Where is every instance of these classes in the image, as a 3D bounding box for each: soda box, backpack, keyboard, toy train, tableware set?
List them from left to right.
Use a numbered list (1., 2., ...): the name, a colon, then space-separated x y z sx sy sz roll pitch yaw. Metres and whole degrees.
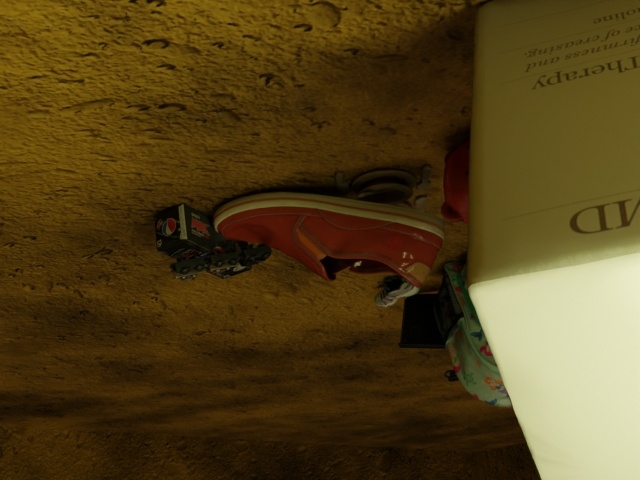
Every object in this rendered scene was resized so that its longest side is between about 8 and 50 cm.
1. soda box: -0.167 0.004 1.425 0.053 0.060 0.169 -20 156 23
2. toy train: -0.141 0.030 1.391 0.158 0.027 0.036 -10 156 -33
3. tableware set: 0.089 -0.045 1.368 0.128 0.039 0.194 -4 160 2
4. keyboard: 0.297 0.178 1.762 0.317 0.202 0.033 -1 138 15
5. backpack: 0.319 0.143 1.634 0.225 0.254 0.191 2 140 -14

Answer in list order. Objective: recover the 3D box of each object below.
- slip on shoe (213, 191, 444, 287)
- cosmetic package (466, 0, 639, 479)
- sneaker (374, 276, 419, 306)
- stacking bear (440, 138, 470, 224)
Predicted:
1. slip on shoe: 0.000 0.000 1.325 0.331 0.101 0.123 7 168 22
2. cosmetic package: 0.323 -0.009 0.829 0.329 0.394 0.327 -11 128 19
3. sneaker: 0.119 0.085 1.754 0.098 0.038 0.069 -30 147 34
4. stacking bear: 0.290 -0.069 1.187 0.288 0.176 0.164 2 155 12
